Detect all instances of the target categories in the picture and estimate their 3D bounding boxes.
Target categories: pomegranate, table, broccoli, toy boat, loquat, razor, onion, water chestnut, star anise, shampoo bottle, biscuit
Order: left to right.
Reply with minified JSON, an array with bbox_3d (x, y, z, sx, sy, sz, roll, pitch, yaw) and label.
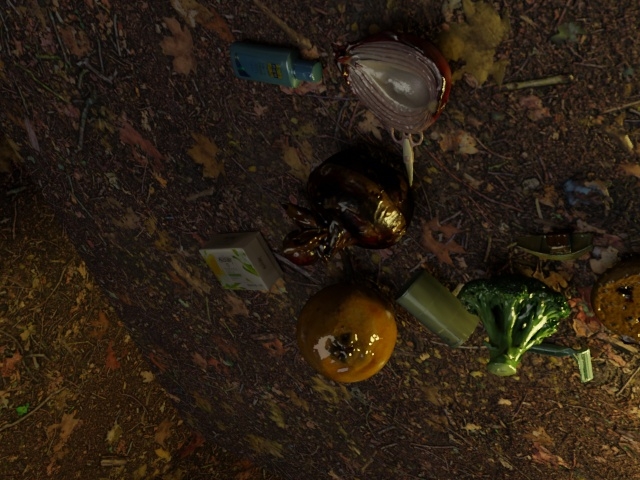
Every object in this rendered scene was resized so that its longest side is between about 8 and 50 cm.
[{"bbox_3d":[-0.113,-0.447,1.551,0.258,0.061,0.104,17,139,28],"label":"shampoo bottle"},{"bbox_3d":[-0.052,0.010,1.920,0.129,0.129,0.159,34,134,8],"label":"pomegranate"},{"bbox_3d":[0.005,0.005,1.821,0.346,0.237,0.148,47,177,-24],"label":"star anise"},{"bbox_3d":[0.085,0.290,1.914,0.328,0.328,0.328,24,140,22],"label":"loquat"},{"bbox_3d":[0.087,-0.082,1.575,0.300,0.300,0.300,24,140,22],"label":"water chestnut"},{"bbox_3d":[0.159,-0.377,1.330,0.283,0.120,0.227,32,145,6],"label":"onion"},{"bbox_3d":[0.338,0.196,1.759,0.220,0.126,0.126,40,144,0],"label":"table"},{"bbox_3d":[0.473,0.205,1.531,0.269,0.269,0.254,23,155,22],"label":"broccoli"},{"bbox_3d":[0.616,0.305,1.695,0.278,0.056,0.111,12,134,43],"label":"razor"},{"bbox_3d":[0.551,0.008,1.427,0.172,0.065,0.066,-3,139,37],"label":"toy boat"},{"bbox_3d":[0.764,0.142,1.368,0.296,0.075,0.296,23,144,18],"label":"biscuit"}]

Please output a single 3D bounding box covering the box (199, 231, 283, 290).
[{"bbox_3d":[-0.290,0.076,2.206,0.260,0.111,0.194,-2,126,45],"label":"box"}]

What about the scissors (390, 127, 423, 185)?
[{"bbox_3d":[0.221,-0.215,1.526,0.085,0.022,0.176,12,132,27],"label":"scissors"}]
